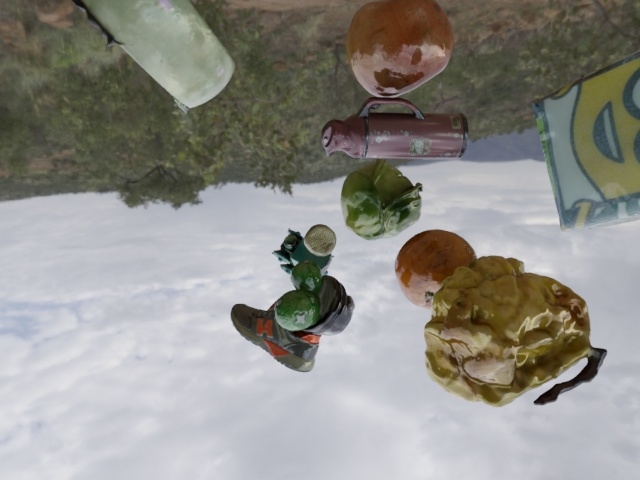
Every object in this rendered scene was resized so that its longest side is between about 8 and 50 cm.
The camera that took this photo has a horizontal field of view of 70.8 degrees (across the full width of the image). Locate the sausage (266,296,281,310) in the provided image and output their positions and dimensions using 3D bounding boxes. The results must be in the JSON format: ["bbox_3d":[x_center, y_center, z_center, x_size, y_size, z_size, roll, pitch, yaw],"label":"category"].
[{"bbox_3d":[-0.180,0.265,1.567,0.043,0.186,0.043,36,-160,-16],"label":"sausage"}]

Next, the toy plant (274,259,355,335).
[{"bbox_3d":[-0.022,0.177,1.277,0.175,0.218,0.235,-22,133,38],"label":"toy plant"}]

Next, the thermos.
[{"bbox_3d":[0.167,-0.251,1.048,0.330,0.109,0.136,-1,160,-3],"label":"thermos"}]

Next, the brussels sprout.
[{"bbox_3d":[0.200,-0.134,1.488,0.227,0.259,0.294,-36,177,-41],"label":"brussels sprout"}]

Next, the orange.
[{"bbox_3d":[0.333,0.085,1.295,0.240,0.240,0.240,-2,-169,0],"label":"orange"}]

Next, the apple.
[{"bbox_3d":[0.189,-0.482,1.102,0.254,0.253,0.253,-2,-169,0],"label":"apple"}]

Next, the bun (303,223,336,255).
[{"bbox_3d":[0.000,0.000,1.175,0.086,0.086,0.055,-4,177,-7],"label":"bun"}]

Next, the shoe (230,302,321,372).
[{"bbox_3d":[-0.131,0.248,1.384,0.336,0.171,0.132,29,-174,27],"label":"shoe"}]

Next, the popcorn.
[{"bbox_3d":[0.408,0.213,1.003,0.382,0.349,0.349,17,-159,34],"label":"popcorn"}]

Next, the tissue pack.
[{"bbox_3d":[0.481,-0.155,0.620,0.128,0.228,0.311,-2,170,-34],"label":"tissue pack"}]

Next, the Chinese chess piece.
[{"bbox_3d":[-0.317,-0.406,0.829,0.146,0.349,0.349,-43,-168,3],"label":"Chinese chess piece"}]

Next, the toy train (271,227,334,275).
[{"bbox_3d":[-0.049,0.075,1.576,0.194,0.120,0.298,29,165,14],"label":"toy train"}]
